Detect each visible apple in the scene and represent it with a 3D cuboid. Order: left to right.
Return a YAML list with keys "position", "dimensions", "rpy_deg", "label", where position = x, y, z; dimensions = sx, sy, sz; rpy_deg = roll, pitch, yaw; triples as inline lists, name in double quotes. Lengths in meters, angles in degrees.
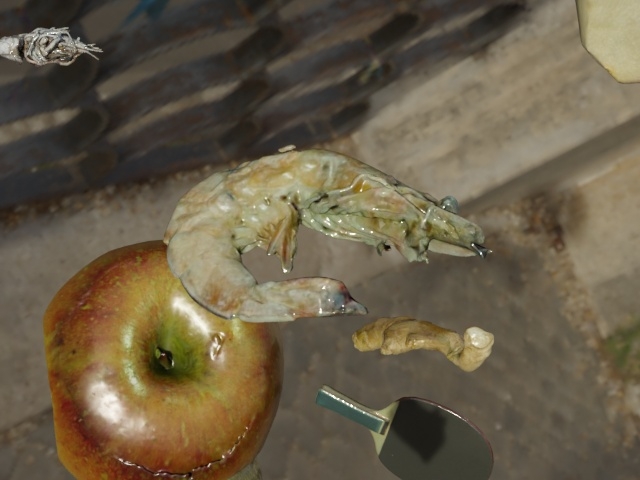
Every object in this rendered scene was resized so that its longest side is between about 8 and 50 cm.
- position: [-0.232, 0.193, 1.861]
  dimensions: [0.374, 0.374, 0.384]
  rpy_deg: [35, 66, -32]
  label: "apple"

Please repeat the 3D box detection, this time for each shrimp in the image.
- position: [-0.396, -0.284, 1.934]
  dimensions: [0.065, 0.165, 0.057]
  rpy_deg: [-34, 123, -63]
  label: "shrimp"
- position: [0.000, 0.000, 1.356]
  dimensions: [0.085, 0.360, 0.247]
  rpy_deg: [75, 31, -42]
  label: "shrimp"

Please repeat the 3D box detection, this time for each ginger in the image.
- position: [0.148, 0.149, 1.954]
  dimensions: [0.089, 0.288, 0.075]
  rpy_deg: [-21, 106, -33]
  label: "ginger"

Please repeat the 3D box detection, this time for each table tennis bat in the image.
- position: [0.118, 0.278, 1.894]
  dimensions: [0.274, 0.154, 0.021]
  rpy_deg: [25, 33, 11]
  label: "table tennis bat"

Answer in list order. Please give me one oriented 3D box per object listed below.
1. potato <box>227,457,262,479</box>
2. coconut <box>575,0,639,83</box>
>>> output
- position: [-0.189, 0.387, 1.972]
  dimensions: [0.235, 0.178, 0.160]
  rpy_deg: [-20, 74, -34]
  label: "potato"
- position: [0.450, -0.350, 1.625]
  dimensions: [0.352, 0.352, 0.353]
  rpy_deg: [28, 48, -37]
  label: "coconut"
